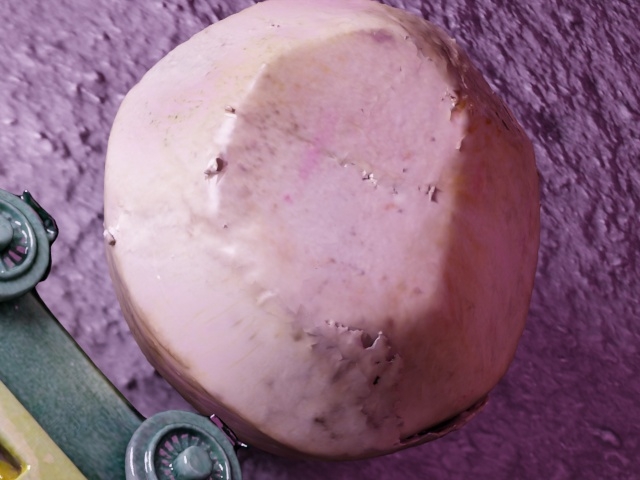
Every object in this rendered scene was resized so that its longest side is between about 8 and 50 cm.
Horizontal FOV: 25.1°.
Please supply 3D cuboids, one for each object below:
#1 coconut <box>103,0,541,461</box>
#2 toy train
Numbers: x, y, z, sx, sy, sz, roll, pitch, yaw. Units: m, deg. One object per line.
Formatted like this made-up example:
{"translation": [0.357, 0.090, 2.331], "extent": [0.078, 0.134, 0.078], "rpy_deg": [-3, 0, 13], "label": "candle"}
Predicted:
{"translation": [0.000, 0.000, 1.065], "extent": [0.353, 0.352, 0.352], "rpy_deg": [23, 49, -29], "label": "coconut"}
{"translation": [-0.215, 0.132, 0.905], "extent": [0.369, 0.150, 0.237], "rpy_deg": [49, 47, -1], "label": "toy train"}
